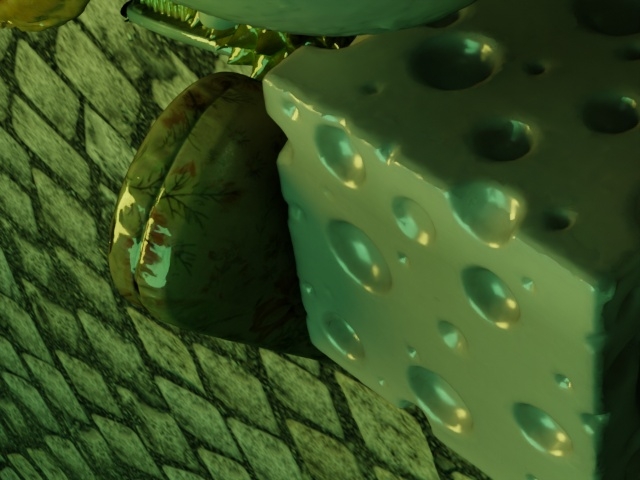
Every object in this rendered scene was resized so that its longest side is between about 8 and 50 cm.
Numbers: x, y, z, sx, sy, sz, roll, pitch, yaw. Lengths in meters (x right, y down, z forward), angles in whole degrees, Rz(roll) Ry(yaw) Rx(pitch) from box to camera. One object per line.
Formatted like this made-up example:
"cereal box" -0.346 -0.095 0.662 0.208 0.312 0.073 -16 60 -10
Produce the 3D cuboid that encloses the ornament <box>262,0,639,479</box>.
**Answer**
"ornament" 0.144 -0.023 1.011 0.239 0.240 0.239 34 151 32

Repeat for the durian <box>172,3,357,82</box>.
"durian" -0.007 -0.199 1.115 0.200 0.176 0.237 7 123 29

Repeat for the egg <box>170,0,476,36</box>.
"egg" -0.005 -0.254 0.828 0.340 0.354 0.354 50 158 -27

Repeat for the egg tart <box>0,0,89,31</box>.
"egg tart" -0.273 -0.348 1.347 0.388 0.169 0.388 35 148 26

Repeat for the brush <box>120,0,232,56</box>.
"brush" -0.045 -0.168 1.356 0.297 0.068 0.060 25 124 36

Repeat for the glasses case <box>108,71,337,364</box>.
"glasses case" 0.000 0.000 1.179 0.098 0.156 0.425 27 -177 26
